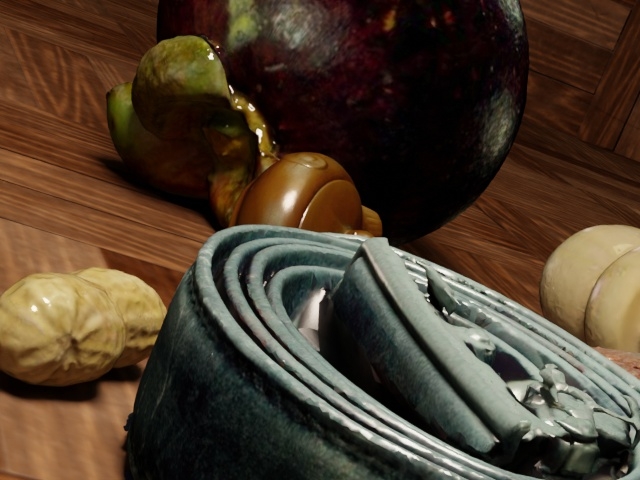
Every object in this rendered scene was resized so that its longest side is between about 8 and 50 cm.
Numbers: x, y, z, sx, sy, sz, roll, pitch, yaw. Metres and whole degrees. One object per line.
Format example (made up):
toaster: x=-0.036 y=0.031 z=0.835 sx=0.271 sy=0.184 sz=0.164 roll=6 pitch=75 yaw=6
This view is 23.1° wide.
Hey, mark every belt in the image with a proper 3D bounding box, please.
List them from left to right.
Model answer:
belt: x=0.032 y=0.072 z=0.611 sx=0.206 sy=0.116 sz=0.267 roll=8 pitch=21 yaw=-37

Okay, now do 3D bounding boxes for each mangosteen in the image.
mangosteen: x=0.004 y=-0.119 z=1.096 sx=0.288 sy=0.288 sz=0.288 roll=22 pitch=12 yaw=-5

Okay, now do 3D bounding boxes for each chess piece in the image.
chess piece: x=0.247 y=0.061 z=1.060 sx=0.142 sy=0.143 sz=0.261 roll=17 pitch=7 yaw=-26

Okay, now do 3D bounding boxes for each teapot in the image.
teapot: x=0.000 y=0.000 z=0.903 sx=0.078 sy=0.098 sz=0.129 roll=13 pitch=5 yaw=22

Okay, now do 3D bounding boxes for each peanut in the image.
peanut: x=-0.104 y=0.037 z=0.683 sx=0.054 sy=0.054 sz=0.113 roll=26 pitch=12 yaw=18

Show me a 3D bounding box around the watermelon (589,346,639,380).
watermelon: x=0.128 y=0.093 z=0.817 sx=0.154 sy=0.094 sz=0.241 roll=16 pitch=8 yaw=17
